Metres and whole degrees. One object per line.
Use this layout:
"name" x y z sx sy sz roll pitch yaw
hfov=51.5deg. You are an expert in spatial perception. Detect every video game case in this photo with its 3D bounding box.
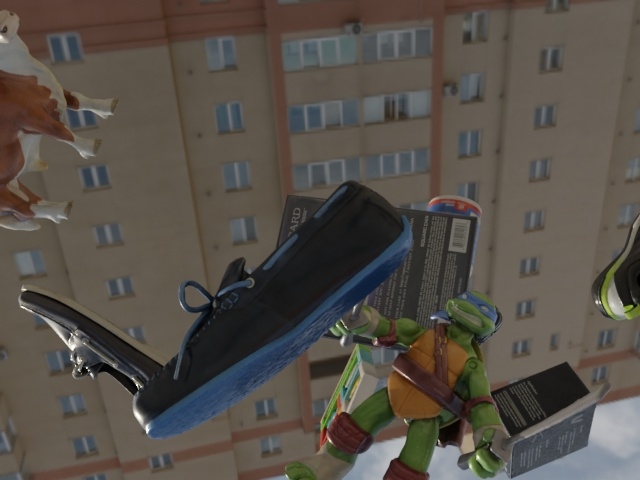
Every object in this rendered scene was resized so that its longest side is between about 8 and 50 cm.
"video game case" 0.066 0.045 0.919 0.274 0.196 0.026 8 167 16

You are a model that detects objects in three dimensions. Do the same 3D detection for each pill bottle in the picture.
"pill bottle" 0.284 0.021 1.483 0.124 0.124 0.222 6 -111 18

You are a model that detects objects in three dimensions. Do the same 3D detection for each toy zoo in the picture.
"toy zoo" 0.050 0.310 1.241 0.030 0.192 0.293 24 -175 -1

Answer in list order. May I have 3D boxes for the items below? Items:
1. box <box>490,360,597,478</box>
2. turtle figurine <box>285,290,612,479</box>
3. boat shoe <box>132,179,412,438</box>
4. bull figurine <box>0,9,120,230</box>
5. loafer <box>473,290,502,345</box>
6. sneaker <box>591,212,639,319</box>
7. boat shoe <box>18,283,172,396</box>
"box" 0.375 0.311 1.145 0.158 0.156 0.093 -20 -135 -5
"turtle figurine" 0.074 0.158 0.636 0.197 0.266 0.275 31 -177 -3
"boat shoe" -0.044 0.052 0.537 0.258 0.109 0.089 -36 -109 -14
"bull figurine" -0.360 -0.133 0.786 0.188 0.310 0.101 23 -141 -21
"loafer" 0.201 0.174 1.110 0.223 0.076 0.078 -40 -118 1
"sneaker" 0.477 0.028 0.928 0.235 0.084 0.097 -49 -167 -21
"boat shoe" -0.222 0.113 0.664 0.206 0.075 0.065 30 -107 2
